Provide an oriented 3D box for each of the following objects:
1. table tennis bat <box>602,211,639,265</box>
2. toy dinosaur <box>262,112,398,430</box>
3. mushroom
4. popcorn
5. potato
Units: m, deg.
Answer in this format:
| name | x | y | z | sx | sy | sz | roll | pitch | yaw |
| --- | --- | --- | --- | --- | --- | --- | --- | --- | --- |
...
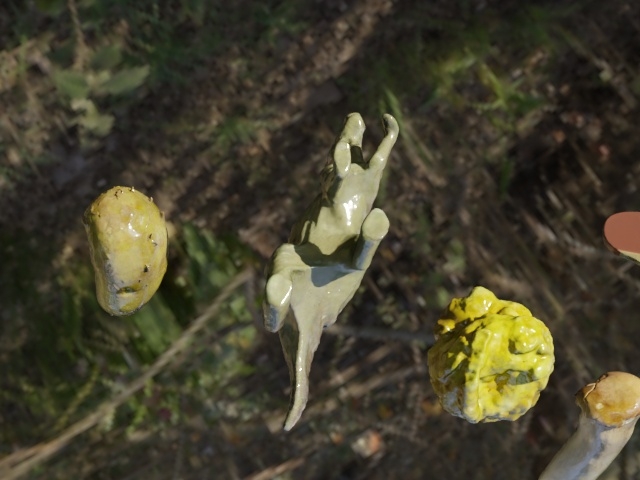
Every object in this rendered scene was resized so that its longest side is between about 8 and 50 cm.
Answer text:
| name | x | y | z | sx | sy | sz | roll | pitch | yaw |
| --- | --- | --- | --- | --- | --- | --- | --- | --- | --- |
| table tennis bat | 0.286 | 0.011 | 1.139 | 0.156 | 0.087 | 0.013 | -64 | 163 | -63 |
| toy dinosaur | 0.008 | 0.002 | 1.090 | 0.162 | 0.077 | 0.294 | 113 | 3 | -59 |
| mushroom | 0.311 | 0.234 | 1.541 | 0.084 | 0.071 | 0.209 | -21 | 147 | -32 |
| popcorn | 0.247 | 0.177 | 1.958 | 0.197 | 0.155 | 0.197 | -7 | 119 | -13 |
| potato | -0.169 | 0.011 | 1.167 | 0.070 | 0.091 | 0.138 | 3 | 146 | 1 |
